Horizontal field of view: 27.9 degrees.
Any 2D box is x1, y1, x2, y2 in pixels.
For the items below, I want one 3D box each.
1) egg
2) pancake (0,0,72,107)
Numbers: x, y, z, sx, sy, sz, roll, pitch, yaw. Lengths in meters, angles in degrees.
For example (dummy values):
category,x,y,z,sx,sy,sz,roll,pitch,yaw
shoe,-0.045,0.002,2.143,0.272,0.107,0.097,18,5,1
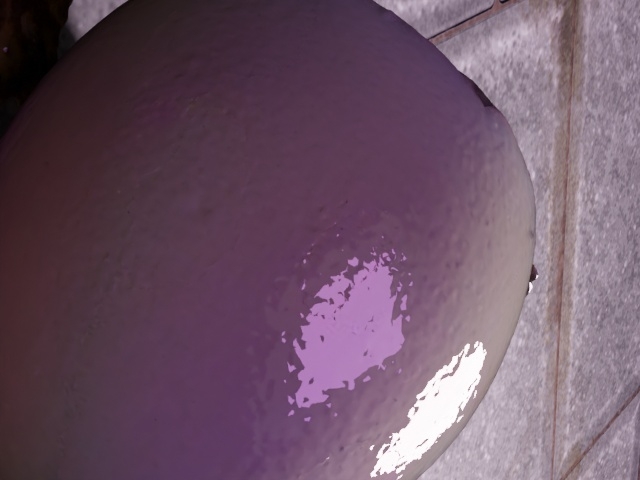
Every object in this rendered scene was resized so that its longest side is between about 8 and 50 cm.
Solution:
category,x,y,z,sx,sy,sz,roll,pitch,yaw
egg,-0.076,0.054,0.806,0.340,0.355,0.354,-55,143,-35
pancake,-0.171,-0.236,0.858,0.244,0.057,0.266,-35,135,-57
